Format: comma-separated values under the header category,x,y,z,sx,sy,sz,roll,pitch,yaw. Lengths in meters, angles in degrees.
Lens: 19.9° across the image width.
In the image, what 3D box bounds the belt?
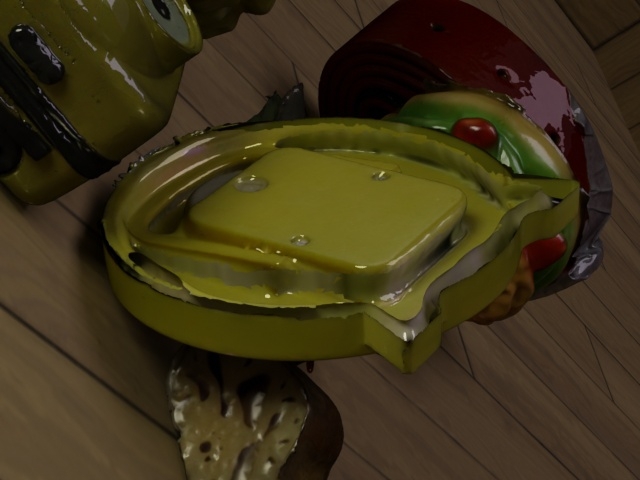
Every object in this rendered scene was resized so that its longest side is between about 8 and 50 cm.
category,x,y,z,sx,sy,sz,roll,pitch,yaw
belt,0.145,-0.082,1.778,0.324,0.227,0.115,49,53,-1

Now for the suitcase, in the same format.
category,x,y,z,sx,sy,sz,roll,pitch,yaw
suitcase,-0.174,-0.155,1.168,0.194,0.143,0.235,52,18,-23

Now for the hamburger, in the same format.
category,x,y,z,sx,sy,sz,roll,pitch,yaw
hamburger,0.115,-0.021,1.650,0.149,0.237,0.237,-41,101,-40

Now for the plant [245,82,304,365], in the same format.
category,x,y,z,sx,sy,sz,roll,pitch,yaw
plant,-0.017,-0.012,1.403,0.203,0.142,0.131,66,26,-5

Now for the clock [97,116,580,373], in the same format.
category,x,y,z,sx,sy,sz,roll,pitch,yaw
clock,-0.001,0.003,1.211,0.277,0.293,0.071,-33,132,-42

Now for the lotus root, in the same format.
category,x,y,z,sx,sy,sz,roll,pitch,yaw
lotus root,-0.030,0.132,1.178,0.135,0.095,0.159,31,37,-64

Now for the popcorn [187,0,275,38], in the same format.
category,x,y,z,sx,sy,sz,roll,pitch,yaw
popcorn,-0.109,-0.292,1.432,0.293,0.237,0.293,27,-17,9
